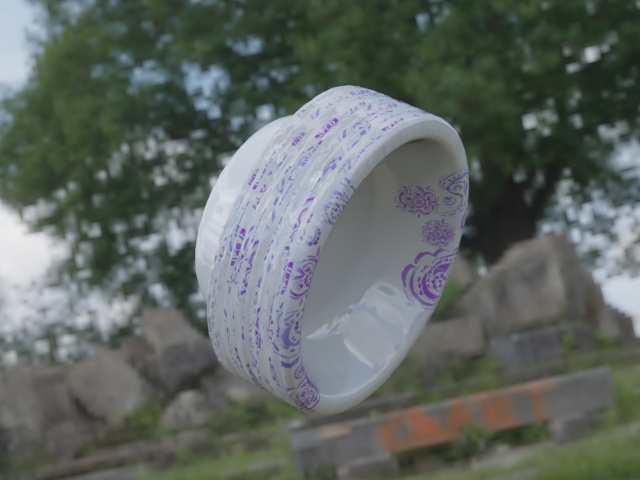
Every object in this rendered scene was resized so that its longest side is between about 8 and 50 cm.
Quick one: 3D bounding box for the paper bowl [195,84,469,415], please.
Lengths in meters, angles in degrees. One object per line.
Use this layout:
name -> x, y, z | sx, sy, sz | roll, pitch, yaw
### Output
paper bowl -> 0.000, 0.000, 1.594 | 0.148, 0.284, 0.284 | 25, 10, 29
